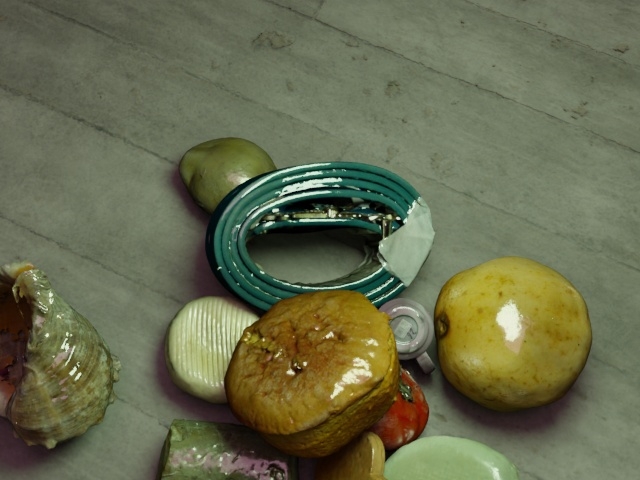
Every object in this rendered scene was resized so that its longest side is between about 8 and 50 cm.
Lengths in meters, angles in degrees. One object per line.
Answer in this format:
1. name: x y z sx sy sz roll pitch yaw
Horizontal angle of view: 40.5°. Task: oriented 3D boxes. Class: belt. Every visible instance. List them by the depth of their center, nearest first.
1. belt: -0.002 0.000 1.686 0.437 0.173 0.300 -5 94 -12

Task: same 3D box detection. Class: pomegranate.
1. pomegranate: 0.348 0.170 1.615 0.307 0.307 0.307 1 64 -1

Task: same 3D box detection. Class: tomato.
1. tomato: 0.105 0.307 1.599 0.151 0.187 0.187 -38 67 16

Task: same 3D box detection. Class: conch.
1. conch: -0.513 0.205 1.606 0.297 0.210 0.352 6 95 22

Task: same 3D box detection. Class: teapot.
1. teapot: 0.170 0.178 1.669 0.148 0.146 0.116 27 85 4

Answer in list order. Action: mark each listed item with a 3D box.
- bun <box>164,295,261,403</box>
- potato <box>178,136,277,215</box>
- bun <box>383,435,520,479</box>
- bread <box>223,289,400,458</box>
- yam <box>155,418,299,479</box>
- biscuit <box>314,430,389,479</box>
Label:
1. bun: -0.191 0.213 1.663 0.222 0.127 0.222 -5 64 9
2. potato: -0.189 -0.130 1.809 0.235 0.160 0.178 22 26 24
3. bun: 0.227 0.493 1.510 0.293 0.187 0.293 -12 58 20
4. bread: -0.014 0.223 1.487 0.312 0.172 0.312 -15 39 13
5. yam: -0.165 0.403 1.548 0.268 0.161 0.161 7 64 0
6. biscuit: 0.049 0.510 1.468 0.051 0.269 0.376 22 63 -31
